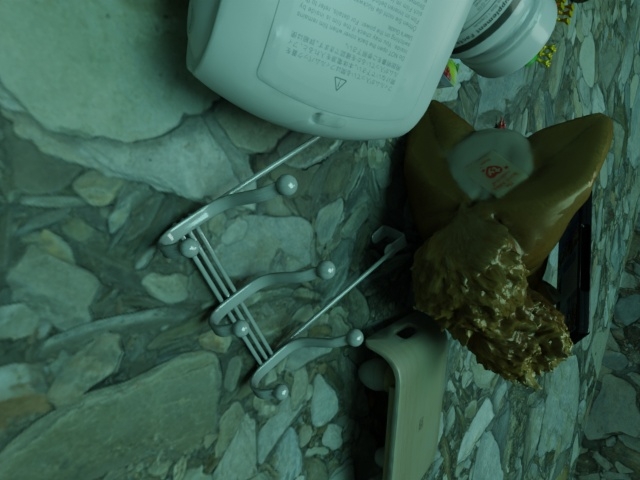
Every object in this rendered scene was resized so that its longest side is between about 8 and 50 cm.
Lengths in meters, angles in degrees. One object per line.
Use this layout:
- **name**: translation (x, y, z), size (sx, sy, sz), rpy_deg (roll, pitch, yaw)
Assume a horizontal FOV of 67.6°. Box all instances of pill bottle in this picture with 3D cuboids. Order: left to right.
- **pill bottle**: translation (0.170, -0.342, 0.616), size (0.284, 0.161, 0.161), rpy_deg (21, 81, -34)

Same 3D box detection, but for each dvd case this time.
- **dvd case**: translation (0.451, 0.059, 0.855), size (0.180, 0.022, 0.252), rpy_deg (57, 42, -65)

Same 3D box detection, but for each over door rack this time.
- **over door rack**: translation (0.000, 0.000, 0.573), size (0.324, 0.108, 0.239), rpy_deg (-45, 128, -33)

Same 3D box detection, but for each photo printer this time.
- **photo printer**: translation (0.027, -0.248, 0.433), size (0.256, 0.107, 0.307), rpy_deg (7, 114, -31)

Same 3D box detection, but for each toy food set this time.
- **toy food set**: translation (0.122, 0.286, 0.784), size (0.220, 0.093, 0.305), rpy_deg (-8, 104, -58)

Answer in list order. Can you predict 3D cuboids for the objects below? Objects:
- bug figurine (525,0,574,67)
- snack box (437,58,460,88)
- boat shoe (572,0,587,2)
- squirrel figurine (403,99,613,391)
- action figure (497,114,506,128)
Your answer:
- **bug figurine**: translation (0.450, -0.495, 0.998), size (0.279, 0.072, 0.216), rpy_deg (15, 92, -52)
- **snack box**: translation (0.177, -0.322, 0.758), size (0.141, 0.037, 0.100), rpy_deg (24, 78, -45)
- **boat shoe**: translation (0.647, -0.683, 1.189), size (0.178, 0.064, 0.060), rpy_deg (45, 59, -48)
- **squirrel figurine**: translation (0.283, 0.028, 0.787), size (0.370, 0.281, 0.396), rpy_deg (58, 47, -53)
- **action figure**: translation (0.439, -0.163, 1.032), size (0.280, 0.092, 0.138), rpy_deg (25, 85, -47)
